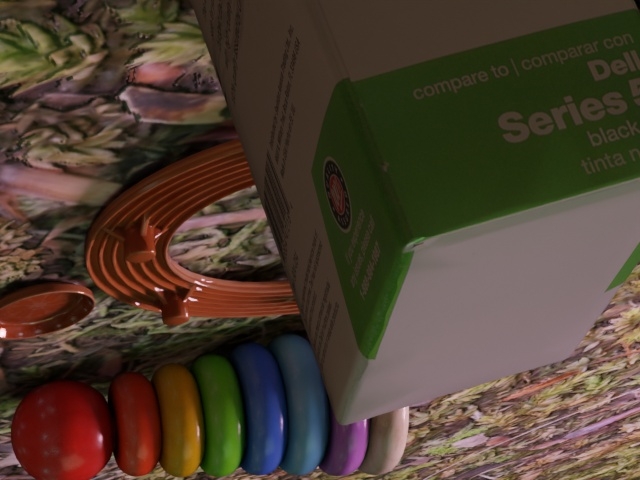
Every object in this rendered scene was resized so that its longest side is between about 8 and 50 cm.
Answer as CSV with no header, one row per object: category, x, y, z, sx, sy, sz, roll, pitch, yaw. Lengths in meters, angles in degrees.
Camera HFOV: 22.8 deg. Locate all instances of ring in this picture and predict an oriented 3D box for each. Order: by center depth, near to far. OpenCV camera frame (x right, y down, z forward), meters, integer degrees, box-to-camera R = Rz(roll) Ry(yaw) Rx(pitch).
ring,0.000,0.000,1.133,0.336,0.032,0.336,-10,159,-4

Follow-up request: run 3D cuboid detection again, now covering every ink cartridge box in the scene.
ink cartridge box,0.024,-0.092,0.631,0.115,0.273,0.198,-16,159,-12

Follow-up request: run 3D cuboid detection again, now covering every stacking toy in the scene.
stacking toy,-0.098,0.147,1.357,0.330,0.141,0.141,-4,156,-17

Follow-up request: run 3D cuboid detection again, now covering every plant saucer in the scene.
plant saucer,-0.207,0.050,1.163,0.083,0.013,0.083,-16,160,-6

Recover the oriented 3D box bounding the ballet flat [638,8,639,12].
ballet flat,0.228,-0.097,0.983,0.342,0.124,0.116,-10,159,-20
